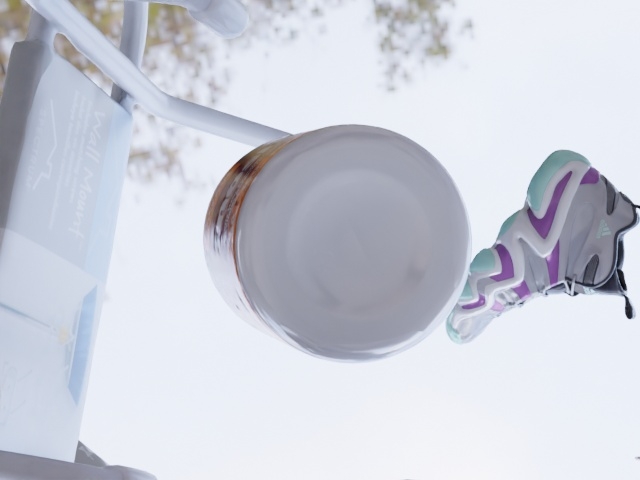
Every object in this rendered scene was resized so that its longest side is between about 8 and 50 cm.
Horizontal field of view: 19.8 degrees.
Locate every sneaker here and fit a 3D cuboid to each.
[{"bbox_3d":[0.102,0.018,0.780,0.069,0.098,0.038,36,-164,12],"label":"sneaker"}]

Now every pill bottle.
[{"bbox_3d":[0.000,0.000,0.710,0.086,0.086,0.152,-19,-176,-10],"label":"pill bottle"}]

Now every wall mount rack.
[{"bbox_3d":[-0.061,0.027,0.849,0.130,0.304,0.350,6,-101,18],"label":"wall mount rack"}]

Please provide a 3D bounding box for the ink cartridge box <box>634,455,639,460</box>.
[{"bbox_3d":[0.370,0.123,1.280,0.275,0.060,0.239,-5,178,-1],"label":"ink cartridge box"}]

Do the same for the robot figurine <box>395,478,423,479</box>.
[{"bbox_3d":[-0.034,0.212,0.634,0.291,0.211,0.085,-33,-144,-4],"label":"robot figurine"}]

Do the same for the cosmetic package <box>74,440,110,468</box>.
[{"bbox_3d":[-0.151,0.210,1.155,0.238,0.107,0.127,35,-168,3],"label":"cosmetic package"}]
